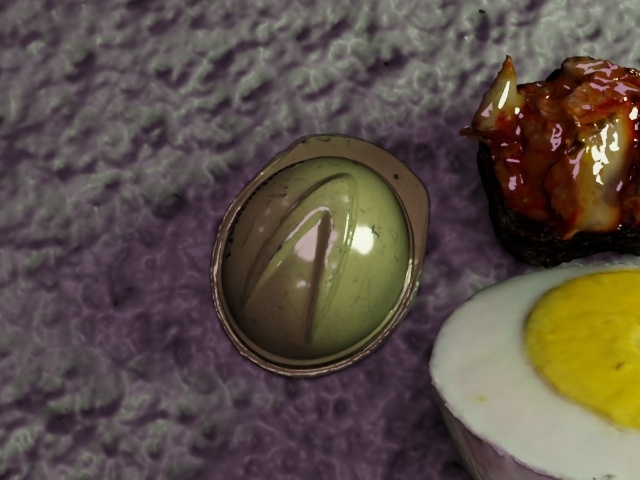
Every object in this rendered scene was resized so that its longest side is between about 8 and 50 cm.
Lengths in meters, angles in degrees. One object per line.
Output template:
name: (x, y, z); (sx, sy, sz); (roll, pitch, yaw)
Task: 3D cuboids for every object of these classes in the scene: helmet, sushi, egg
helmet: (0.002, -0.005, 1.217); (0.204, 0.137, 0.258); (22, 74, 5)
sushi: (0.295, -0.090, 1.225); (0.343, 0.182, 0.196); (-5, 67, -5)
egg: (0.259, 0.178, 1.123); (0.337, 0.337, 0.201); (-7, 118, -3)
